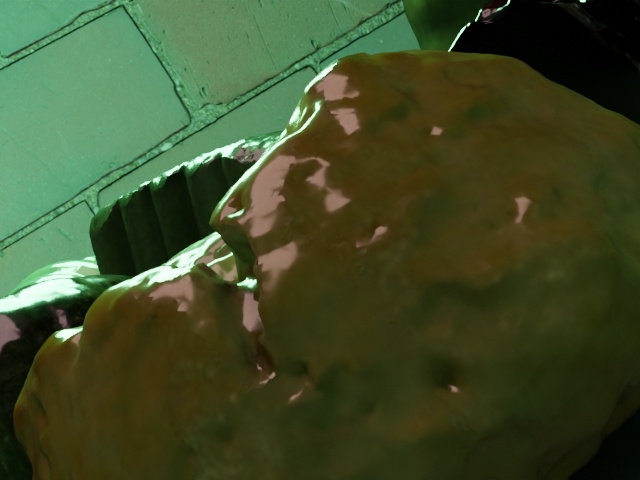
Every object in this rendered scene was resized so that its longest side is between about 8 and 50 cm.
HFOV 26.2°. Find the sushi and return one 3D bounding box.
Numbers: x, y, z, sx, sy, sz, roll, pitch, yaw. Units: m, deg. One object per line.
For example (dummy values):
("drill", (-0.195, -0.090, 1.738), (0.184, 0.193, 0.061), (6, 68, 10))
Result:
("sushi", (0.128, -0.062, 0.644), (0.150, 0.153, 0.172), (-63, 2, -41))

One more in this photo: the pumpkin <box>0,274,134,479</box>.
("pumpkin", (-0.147, 0.110, 0.724), (0.223, 0.157, 0.224), (-27, -13, -7))

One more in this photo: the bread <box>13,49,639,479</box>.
("bread", (0.007, 0.030, 0.451), (0.244, 0.134, 0.244), (-41, 3, 3))

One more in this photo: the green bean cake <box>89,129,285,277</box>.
("green bean cake", (0.000, 0.000, 0.864), (0.227, 0.125, 0.222), (-11, -10, -44))

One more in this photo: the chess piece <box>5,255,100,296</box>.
("chess piece", (-0.134, 0.064, 1.159), (0.175, 0.176, 0.298), (-31, 2, 30))

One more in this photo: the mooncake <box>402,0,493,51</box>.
("mooncake", (0.203, -0.210, 0.989), (0.290, 0.290, 0.161), (-34, 7, -18))
